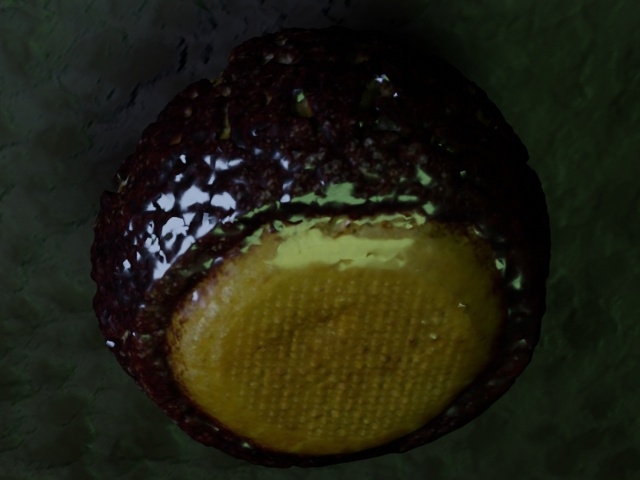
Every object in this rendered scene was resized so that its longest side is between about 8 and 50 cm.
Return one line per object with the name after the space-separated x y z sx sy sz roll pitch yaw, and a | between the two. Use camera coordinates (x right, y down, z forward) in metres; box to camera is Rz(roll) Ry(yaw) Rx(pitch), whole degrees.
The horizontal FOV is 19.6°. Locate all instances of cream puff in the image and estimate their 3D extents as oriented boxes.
0.000 0.000 0.954 0.239 0.165 0.239 -6 132 -7 | cream puff
